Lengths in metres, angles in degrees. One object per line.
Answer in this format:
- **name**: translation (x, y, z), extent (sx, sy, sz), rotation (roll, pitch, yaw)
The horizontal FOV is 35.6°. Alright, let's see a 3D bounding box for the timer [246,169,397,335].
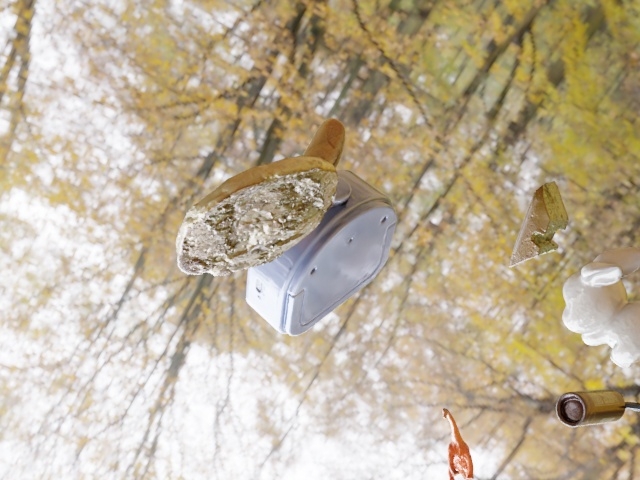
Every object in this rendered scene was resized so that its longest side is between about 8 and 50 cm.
- **timer**: translation (0.000, 0.000, 2.254), extent (0.173, 0.395, 0.395), rotation (40, -155, 25)

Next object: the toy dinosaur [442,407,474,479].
- **toy dinosaur**: translation (0.283, 0.442, 2.048), extent (0.055, 0.279, 0.101), rotation (-10, -131, 6)

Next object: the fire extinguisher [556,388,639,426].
- **fire extinguisher**: translation (0.589, 0.346, 2.062), extent (0.231, 0.071, 0.099), rotation (6, 176, -44)

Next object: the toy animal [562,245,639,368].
- **toy animal**: translation (0.529, 0.119, 1.765), extent (0.127, 0.178, 0.193), rotation (-26, -107, -38)

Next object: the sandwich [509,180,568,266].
- **sandwich**: translation (0.565, -0.026, 2.554), extent (0.088, 0.244, 0.090), rotation (34, -151, 33)

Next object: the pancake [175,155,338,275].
- **pancake**: translation (-0.115, -0.042, 1.861), extent (0.356, 0.356, 0.065), rotation (4, -129, -47)

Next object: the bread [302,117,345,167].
- **bread**: translation (-0.007, -0.150, 1.996), extent (0.073, 0.053, 0.214), rotation (27, -114, -1)
